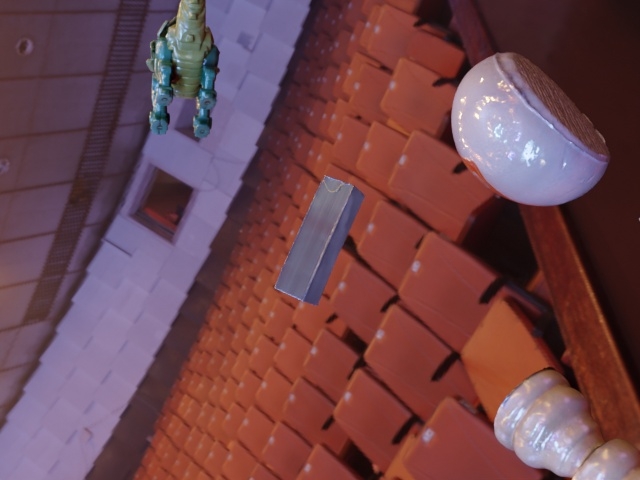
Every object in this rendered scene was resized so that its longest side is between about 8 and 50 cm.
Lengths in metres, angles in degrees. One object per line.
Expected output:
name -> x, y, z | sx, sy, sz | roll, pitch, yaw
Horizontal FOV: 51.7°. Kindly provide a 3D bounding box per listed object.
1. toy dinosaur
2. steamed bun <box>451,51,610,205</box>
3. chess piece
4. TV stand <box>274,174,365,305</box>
toy dinosaur -> -0.162, -0.224, 0.804 | 0.259, 0.094, 0.153 | 151, 118, -71
steamed bun -> 0.438, -0.225, 1.456 | 0.241, 0.374, 0.374 | -46, -4, 28
chess piece -> 0.375, 0.308, 0.908 | 0.143, 0.261, 0.142 | -17, -54, -25
TV stand -> 0.000, 0.000, 1.438 | 0.269, 0.083, 0.088 | -65, -25, -3
